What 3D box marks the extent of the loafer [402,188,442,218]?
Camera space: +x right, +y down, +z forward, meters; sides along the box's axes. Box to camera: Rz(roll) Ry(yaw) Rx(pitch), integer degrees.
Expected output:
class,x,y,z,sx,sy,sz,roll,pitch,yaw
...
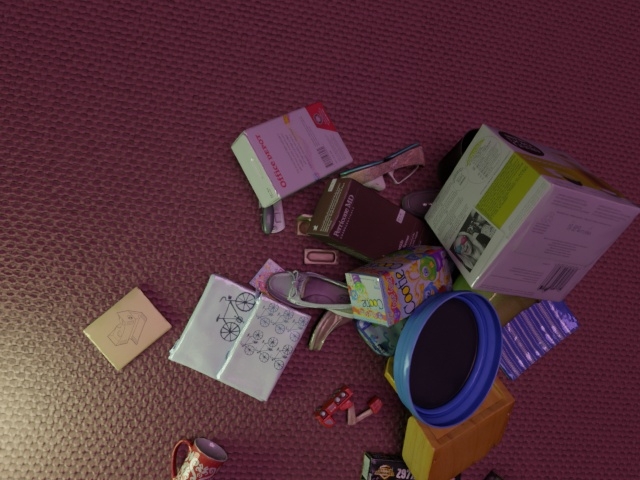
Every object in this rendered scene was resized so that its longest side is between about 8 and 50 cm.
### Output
class,x,y,z,sx,sy,sz,roll,pitch,yaw
loafer,0.439,-0.127,1.659,0.320,0.111,0.112,-1,86,-11

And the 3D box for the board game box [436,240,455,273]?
class,x,y,z,sx,sy,sz,roll,pitch,yaw
board game box,0.422,0.040,1.633,0.035,0.136,0.201,27,82,-8

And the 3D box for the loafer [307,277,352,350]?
class,x,y,z,sx,sy,sz,roll,pitch,yaw
loafer,0.053,0.245,1.563,0.092,0.102,0.268,33,80,-2

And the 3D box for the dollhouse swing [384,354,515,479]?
class,x,y,z,sx,sy,sz,roll,pitch,yaw
dollhouse swing,0.383,0.545,1.592,0.347,0.305,0.315,-19,128,-28

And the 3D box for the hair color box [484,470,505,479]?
class,x,y,z,sx,sy,sz,roll,pitch,yaw
hair color box,0.691,0.943,1.603,0.110,0.185,0.339,-44,95,-9

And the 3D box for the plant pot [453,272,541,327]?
class,x,y,z,sx,sy,sz,roll,pitch,yaw
plant pot,0.523,0.204,1.597,0.276,0.276,0.254,40,92,-6

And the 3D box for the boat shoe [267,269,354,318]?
class,x,y,z,sx,sy,sz,roll,pitch,yaw
boat shoe,-0.012,0.155,1.491,0.321,0.103,0.118,16,67,11

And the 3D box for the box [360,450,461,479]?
class,x,y,z,sx,sy,sz,roll,pitch,yaw
box,0.287,0.842,1.584,0.322,0.079,0.257,10,82,-10

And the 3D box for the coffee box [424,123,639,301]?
class,x,y,z,sx,sy,sz,roll,pitch,yaw
coffee box,0.565,-0.074,1.367,0.338,0.334,0.338,11,124,-24

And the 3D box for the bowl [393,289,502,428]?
class,x,y,z,sx,sy,sz,roll,pitch,yaw
bowl,0.365,0.328,1.382,0.391,0.077,0.390,-6,100,-33

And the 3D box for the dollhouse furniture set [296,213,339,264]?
class,x,y,z,sx,sy,sz,roll,pitch,yaw
dollhouse furniture set,0.000,0.000,1.556,0.144,0.123,0.151,3,86,-11

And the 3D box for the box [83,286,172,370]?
class,x,y,z,sx,sy,sz,roll,pitch,yaw
box,-0.582,0.266,1.475,0.201,0.021,0.164,-40,94,-10

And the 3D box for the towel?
class,x,y,z,sx,sy,sz,roll,pitch,yaw
towel,0.738,0.305,1.729,0.336,0.040,0.243,-34,92,-11

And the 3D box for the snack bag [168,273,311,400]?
class,x,y,z,sx,sy,sz,roll,pitch,yaw
snack bag,-0.248,0.296,1.494,0.343,0.037,0.323,28,97,-8

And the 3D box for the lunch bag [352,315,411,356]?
class,x,y,z,sx,sy,sz,roll,pitch,yaw
lunch bag,0.227,0.259,1.605,0.219,0.090,0.176,-38,91,-12

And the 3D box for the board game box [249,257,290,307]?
class,x,y,z,sx,sy,sz,roll,pitch,yaw
board game box,-0.138,0.145,1.569,0.154,0.026,0.103,39,80,-6

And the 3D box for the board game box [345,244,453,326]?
class,x,y,z,sx,sy,sz,roll,pitch,yaw
board game box,0.230,0.120,1.398,0.275,0.144,0.142,-21,104,-34

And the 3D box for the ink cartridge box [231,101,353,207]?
class,x,y,z,sx,sy,sz,roll,pitch,yaw
ink cartridge box,-0.086,-0.269,1.511,0.306,0.131,0.226,-30,93,-30

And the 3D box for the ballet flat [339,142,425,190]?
class,x,y,z,sx,sy,sz,roll,pitch,yaw
ballet flat,0.220,-0.230,1.629,0.316,0.107,0.106,-22,98,-11

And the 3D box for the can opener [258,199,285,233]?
class,x,y,z,sx,sy,sz,roll,pitch,yaw
can opener,-0.163,-0.159,1.557,0.074,0.093,0.280,-7,83,-11

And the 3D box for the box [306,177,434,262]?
class,x,y,z,sx,sy,sz,roll,pitch,yaw
box,0.167,-0.030,1.524,0.381,0.143,0.191,26,81,-29

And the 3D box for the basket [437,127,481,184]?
class,x,y,z,sx,sy,sz,roll,pitch,yaw
basket,0.497,-0.249,1.620,0.154,0.227,0.204,-42,94,-11

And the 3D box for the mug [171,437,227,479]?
class,x,y,z,sx,sy,sz,roll,pitch,yaw
mug,-0.380,0.690,1.461,0.113,0.150,0.169,35,83,-44

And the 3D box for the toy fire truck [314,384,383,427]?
class,x,y,z,sx,sy,sz,roll,pitch,yaw
toy fire truck,0.092,0.548,1.579,0.192,0.047,0.135,-41,96,-10
